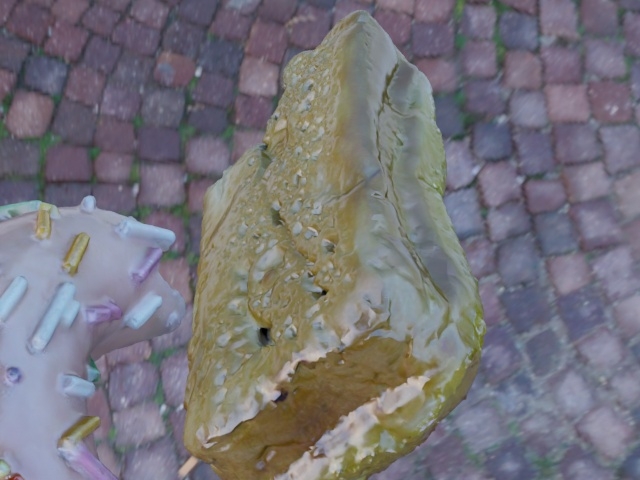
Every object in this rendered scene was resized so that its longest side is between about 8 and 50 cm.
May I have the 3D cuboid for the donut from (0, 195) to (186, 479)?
[{"bbox_3d":[-0.077,0.064,0.359,0.065,0.117,0.166,-25,83,27],"label":"donut"}]

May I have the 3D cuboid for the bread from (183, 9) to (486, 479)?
[{"bbox_3d":[0.000,0.000,0.797,0.109,0.185,0.380,38,25,-24],"label":"bread"}]
